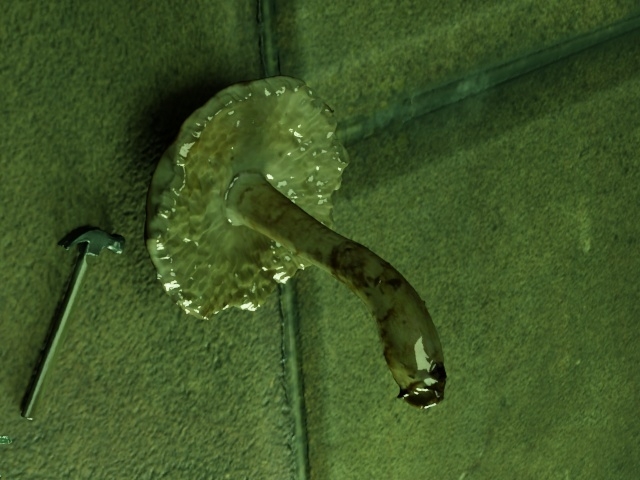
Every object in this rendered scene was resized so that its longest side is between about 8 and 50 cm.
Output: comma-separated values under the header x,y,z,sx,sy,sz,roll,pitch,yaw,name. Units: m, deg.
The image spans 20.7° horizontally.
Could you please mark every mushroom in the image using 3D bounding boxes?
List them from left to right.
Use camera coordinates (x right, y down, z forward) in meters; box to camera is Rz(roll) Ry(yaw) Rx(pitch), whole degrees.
x,y,z,sx,sy,sz,roll,pitch,yaw,name
0.001,-0.015,1.581,0.208,0.302,0.233,-59,164,-63,mushroom

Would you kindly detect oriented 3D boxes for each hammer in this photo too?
x,y,z,sx,sy,sz,roll,pitch,yaw,name
-0.230,0.072,1.554,0.062,0.017,0.182,23,88,-47,hammer

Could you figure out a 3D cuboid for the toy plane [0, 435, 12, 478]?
x,y,z,sx,sy,sz,roll,pitch,yaw,name
-0.304,0.184,1.504,0.080,0.033,0.083,-30,124,-18,toy plane
